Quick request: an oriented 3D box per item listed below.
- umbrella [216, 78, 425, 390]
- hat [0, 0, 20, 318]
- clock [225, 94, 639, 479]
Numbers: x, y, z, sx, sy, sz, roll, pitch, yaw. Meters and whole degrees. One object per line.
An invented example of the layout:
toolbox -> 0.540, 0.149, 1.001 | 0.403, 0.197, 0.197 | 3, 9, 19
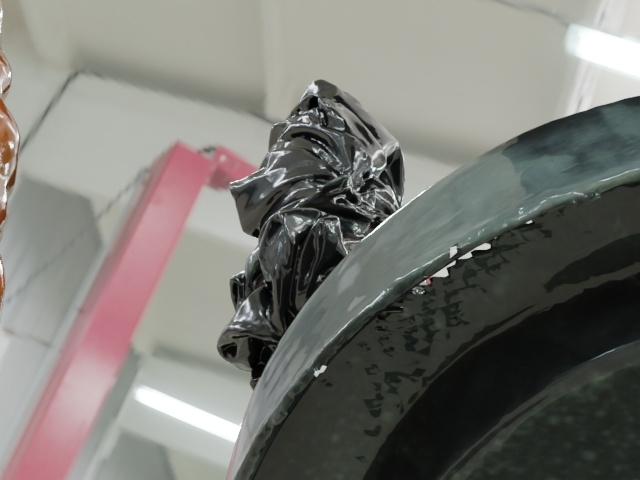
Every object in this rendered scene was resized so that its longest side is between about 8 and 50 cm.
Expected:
umbrella -> 0.000, 0.001, 0.733 | 0.110, 0.272, 0.122 | -10, -68, -1
hat -> -0.297, -0.024, 0.361 | 0.400, 0.285, 0.285 | -12, -38, 21
clock -> 0.147, 0.126, 0.523 | 0.386, 0.076, 0.386 | -1, -64, -2
